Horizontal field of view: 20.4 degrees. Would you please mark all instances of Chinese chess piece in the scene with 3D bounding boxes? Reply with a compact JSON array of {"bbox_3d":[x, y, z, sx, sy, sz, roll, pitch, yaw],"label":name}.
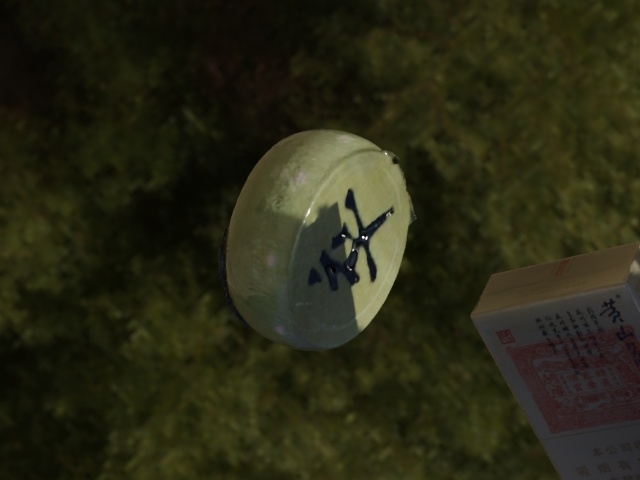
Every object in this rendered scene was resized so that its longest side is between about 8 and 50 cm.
[{"bbox_3d":[0.000,0.000,1.496,0.083,0.188,0.188,17,-127,31],"label":"Chinese chess piece"}]

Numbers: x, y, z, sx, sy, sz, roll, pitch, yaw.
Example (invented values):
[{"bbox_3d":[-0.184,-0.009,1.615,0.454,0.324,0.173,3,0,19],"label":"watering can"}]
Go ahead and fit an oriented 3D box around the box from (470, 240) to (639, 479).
[{"bbox_3d":[0.221,0.107,1.359,0.141,0.201,0.058,-13,-153,34],"label":"box"}]
